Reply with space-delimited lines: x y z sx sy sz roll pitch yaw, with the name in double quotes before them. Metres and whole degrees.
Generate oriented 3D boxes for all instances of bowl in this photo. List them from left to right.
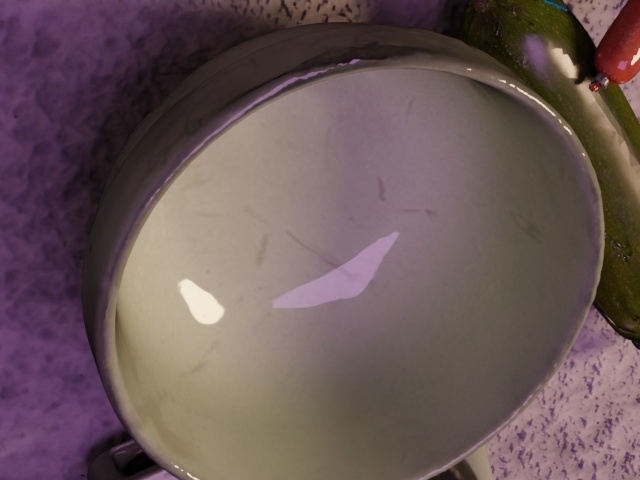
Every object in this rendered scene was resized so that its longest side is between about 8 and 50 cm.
"bowl" 0.000 0.000 1.157 0.307 0.163 0.307 -10 121 -17

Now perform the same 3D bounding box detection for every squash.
"squash" 0.178 -0.037 1.253 0.087 0.087 0.331 -32 123 -2

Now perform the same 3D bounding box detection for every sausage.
"sausage" 0.238 -0.189 1.185 0.034 0.034 0.253 43 78 -33

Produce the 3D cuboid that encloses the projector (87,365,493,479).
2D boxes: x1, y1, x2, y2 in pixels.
"projector" 0.000 0.211 1.322 0.257 0.079 0.259 -23 124 -9
